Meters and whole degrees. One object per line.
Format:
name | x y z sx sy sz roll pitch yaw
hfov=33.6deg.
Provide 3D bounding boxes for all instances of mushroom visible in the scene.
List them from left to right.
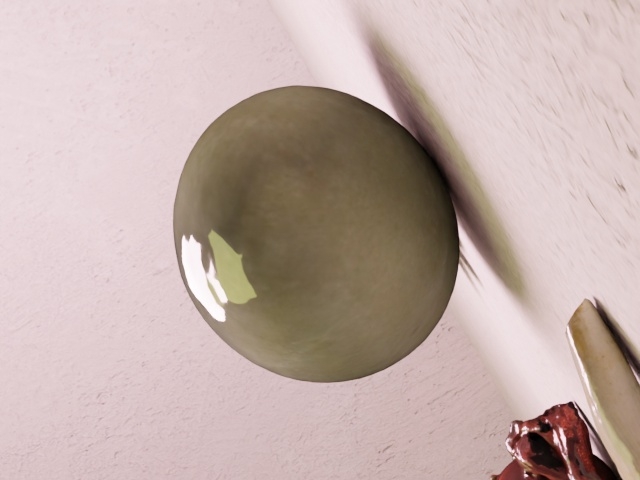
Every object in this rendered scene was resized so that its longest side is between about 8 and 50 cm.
mushroom | 0.184 0.127 0.586 0.202 0.054 0.059 64 179 7

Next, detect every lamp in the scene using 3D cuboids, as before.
lamp | 0.246 0.287 1.077 0.215 0.151 0.223 55 177 40

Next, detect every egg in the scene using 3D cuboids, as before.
egg | 0.000 0.000 0.980 0.258 0.258 0.352 59 179 28
